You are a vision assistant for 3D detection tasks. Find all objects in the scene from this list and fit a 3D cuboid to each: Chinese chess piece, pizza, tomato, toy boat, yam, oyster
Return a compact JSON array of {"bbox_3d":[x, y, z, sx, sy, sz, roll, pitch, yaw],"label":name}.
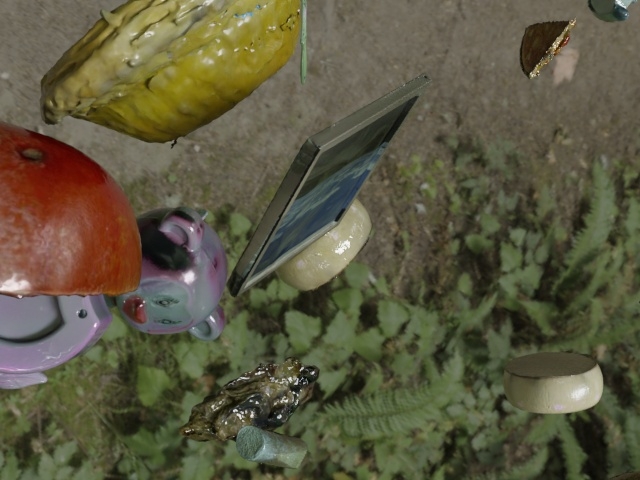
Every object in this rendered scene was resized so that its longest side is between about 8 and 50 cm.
[{"bbox_3d":[0.000,0.000,1.809,0.104,0.257,0.257,45,78,-19],"label":"Chinese chess piece"},{"bbox_3d":[0.327,-0.277,1.156,0.029,0.100,0.099,29,80,-27],"label":"pizza"},{"bbox_3d":[0.293,0.179,0.988,0.122,0.122,0.051,-13,98,-39],"label":"Chinese chess piece"},{"bbox_3d":[-0.324,-0.045,0.751,0.338,0.338,0.144,12,93,-46],"label":"tomato"},{"bbox_3d":[0.675,-0.550,1.752,0.079,0.208,0.134,24,110,-12],"label":"toy boat"},{"bbox_3d":[-0.093,0.414,1.550,0.169,0.068,0.068,32,89,-49],"label":"yam"},{"bbox_3d":[-0.158,0.389,1.848,0.361,0.096,0.221,1,112,-40],"label":"oyster"}]

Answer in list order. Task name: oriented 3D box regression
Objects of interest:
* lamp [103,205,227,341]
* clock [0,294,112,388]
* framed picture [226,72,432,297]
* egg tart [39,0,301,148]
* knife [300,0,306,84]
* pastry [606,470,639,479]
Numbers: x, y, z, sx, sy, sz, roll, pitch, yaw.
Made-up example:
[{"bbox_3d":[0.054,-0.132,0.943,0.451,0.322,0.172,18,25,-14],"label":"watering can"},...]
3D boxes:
[{"bbox_3d":[-0.288,0.035,1.278,0.247,0.301,0.247,-55,144,-51],"label":"lamp"},{"bbox_3d":[-0.420,0.027,0.954,0.338,0.102,0.339,0,89,-7],"label":"clock"},{"bbox_3d":[0.003,-0.055,0.816,0.189,0.023,0.260,-35,166,-40],"label":"framed picture"},{"bbox_3d":[-0.152,-0.236,0.895,0.388,0.388,0.169,-45,114,-16],"label":"egg tart"},{"bbox_3d":[-0.038,-0.431,1.702,0.030,0.014,0.207,-66,163,-49],"label":"knife"},{"bbox_3d":[0.267,0.290,0.577,0.100,0.218,0.229,4,101,-63],"label":"pastry"}]
